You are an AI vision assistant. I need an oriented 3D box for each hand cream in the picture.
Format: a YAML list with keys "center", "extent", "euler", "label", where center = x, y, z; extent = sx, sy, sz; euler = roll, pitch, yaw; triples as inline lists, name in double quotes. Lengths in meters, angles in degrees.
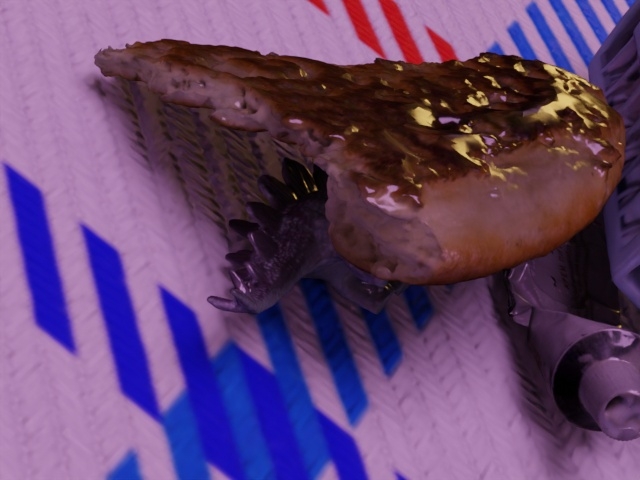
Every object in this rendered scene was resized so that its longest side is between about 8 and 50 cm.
- center: [0.129, 0.016, 0.732]
  extent: [0.084, 0.050, 0.257]
  euler: [24, 29, -17]
  label: "hand cream"

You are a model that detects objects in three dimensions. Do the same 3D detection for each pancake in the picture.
- center: [0.019, -0.052, 0.685]
  extent: [0.244, 0.057, 0.266]
  euler: [13, 20, 9]
  label: "pancake"

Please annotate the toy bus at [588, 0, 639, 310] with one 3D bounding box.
- center: [0.218, -0.062, 0.773]
  extent: [0.109, 0.136, 0.330]
  euler: [42, 24, -12]
  label: "toy bus"

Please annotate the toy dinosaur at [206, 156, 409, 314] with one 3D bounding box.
- center: [-0.001, 0.002, 0.643]
  extent: [0.082, 0.039, 0.209]
  euler: [34, 23, 12]
  label: "toy dinosaur"
